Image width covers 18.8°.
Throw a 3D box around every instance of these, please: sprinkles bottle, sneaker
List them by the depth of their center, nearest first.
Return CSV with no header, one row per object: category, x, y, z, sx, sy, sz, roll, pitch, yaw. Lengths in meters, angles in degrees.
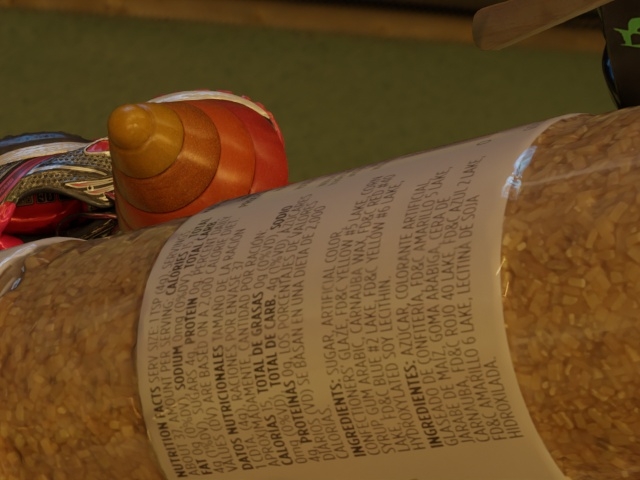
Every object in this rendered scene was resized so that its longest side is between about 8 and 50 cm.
sprinkles bottle,0.016,0.035,0.601,0.121,0.355,0.121,18,66,-47
sneaker,-0.175,-0.048,1.772,0.299,0.112,0.121,-16,122,-7

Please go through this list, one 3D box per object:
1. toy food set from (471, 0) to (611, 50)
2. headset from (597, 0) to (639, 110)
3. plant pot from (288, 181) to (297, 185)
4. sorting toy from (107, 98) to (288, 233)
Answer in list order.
toy food set,0.086,-0.170,0.635,0.071,0.128,0.218,-7,80,-20
headset,0.180,-0.176,1.033,0.394,0.185,0.243,-27,113,-66
plant pot,-0.041,0.104,2.029,0.267,0.235,0.267,-6,113,-52
sorting toy,0.000,0.000,1.141,0.127,0.365,0.126,-59,153,-5
